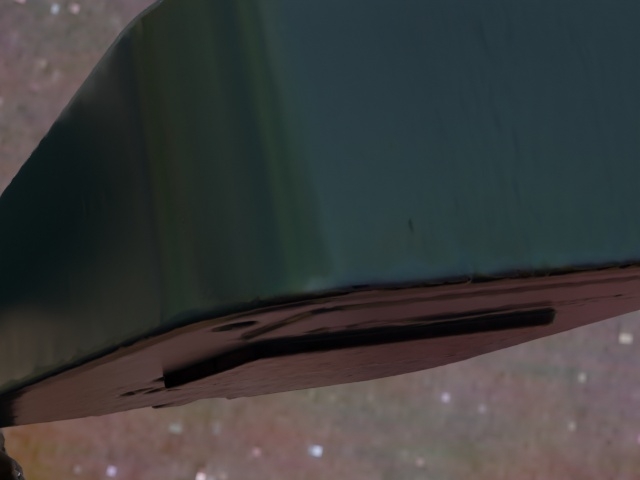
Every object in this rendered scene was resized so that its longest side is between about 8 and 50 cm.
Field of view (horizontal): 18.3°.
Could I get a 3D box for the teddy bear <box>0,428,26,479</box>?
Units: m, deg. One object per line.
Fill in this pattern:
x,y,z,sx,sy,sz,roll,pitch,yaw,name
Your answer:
-0.285,0.099,0.822,0.368,0.357,0.224,2,12,39,teddy bear

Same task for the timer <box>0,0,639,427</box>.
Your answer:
0.000,0.000,0.647,0.232,0.091,0.250,-5,-14,-35,timer
